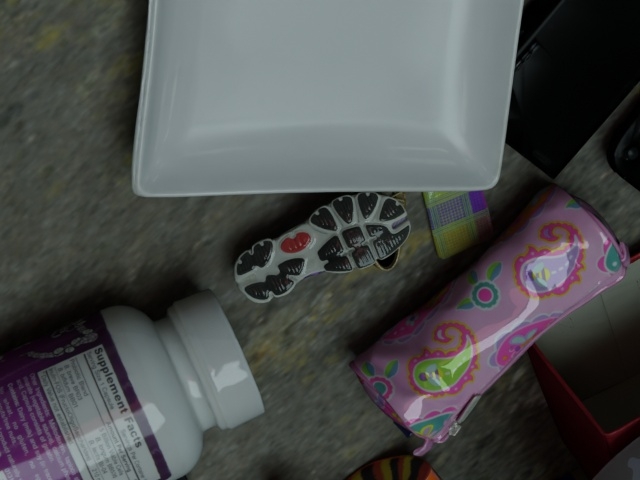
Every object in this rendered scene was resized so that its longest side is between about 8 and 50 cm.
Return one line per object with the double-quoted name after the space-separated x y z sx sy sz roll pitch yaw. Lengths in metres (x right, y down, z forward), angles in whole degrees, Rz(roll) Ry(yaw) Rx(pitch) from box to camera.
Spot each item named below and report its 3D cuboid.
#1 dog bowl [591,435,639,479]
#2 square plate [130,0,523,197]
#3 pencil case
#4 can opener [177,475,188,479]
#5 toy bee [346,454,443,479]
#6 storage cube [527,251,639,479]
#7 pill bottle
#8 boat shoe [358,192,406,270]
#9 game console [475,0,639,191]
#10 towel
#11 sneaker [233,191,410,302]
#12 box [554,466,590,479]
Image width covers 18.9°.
0.377 0.284 1.815 0.348 0.102 0.349 -16 134 -17 "dog bowl"
0.012 -0.206 1.655 0.347 0.049 0.344 -2 112 -20 "square plate"
0.163 0.074 1.835 0.284 0.124 0.124 -43 123 3 "pencil case"
-0.136 0.271 1.872 0.059 0.073 0.186 -15 113 -3 "can opener"
-0.012 0.324 1.910 0.298 0.162 0.195 -33 121 -32 "toy bee"
0.333 0.151 1.895 0.183 0.215 0.193 -28 130 -5 "storage cube"
-0.210 0.159 1.715 0.301 0.169 0.169 -24 123 -8 "pill bottle"
0.060 -0.034 1.783 0.050 0.045 0.135 -12 121 -14 "boat shoe"
0.318 -0.121 1.835 0.361 0.044 0.213 33 102 -32 "game console"
0.131 -0.024 1.837 0.060 0.009 0.083 -22 122 -7 "towel"
0.000 0.000 1.760 0.170 0.071 0.068 -20 96 11 "sneaker"
0.203 0.347 2.052 0.225 0.036 0.136 -27 123 -6 "box"
